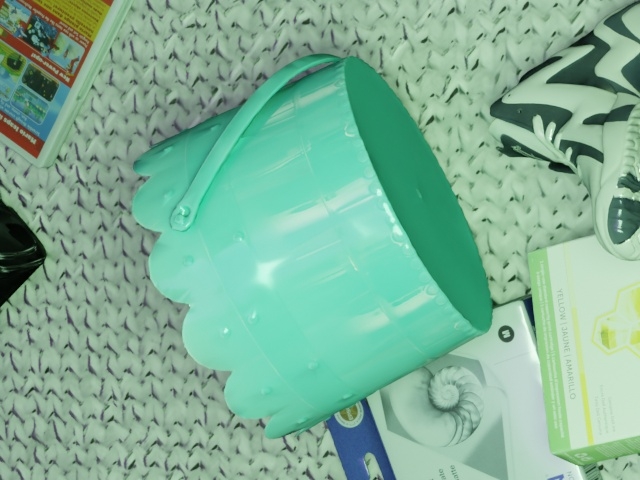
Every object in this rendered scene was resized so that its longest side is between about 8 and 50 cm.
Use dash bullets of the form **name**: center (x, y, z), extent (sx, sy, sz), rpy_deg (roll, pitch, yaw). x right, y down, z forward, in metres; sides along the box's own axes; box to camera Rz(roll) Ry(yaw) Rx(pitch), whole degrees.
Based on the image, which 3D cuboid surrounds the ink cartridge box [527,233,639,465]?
- **ink cartridge box**: center (0.281, 0.064, 1.273), extent (0.235, 0.056, 0.171), rpy_deg (-17, 63, 28)

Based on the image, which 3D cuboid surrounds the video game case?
- **video game case**: center (-0.266, -0.239, 1.544), extent (0.204, 0.025, 0.285), rpy_deg (35, 109, 17)

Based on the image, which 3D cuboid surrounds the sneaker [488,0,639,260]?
- **sneaker**: center (0.194, -0.066, 1.270), extent (0.153, 0.094, 0.235), rpy_deg (-24, 46, 38)

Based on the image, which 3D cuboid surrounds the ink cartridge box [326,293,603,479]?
- **ink cartridge box**: center (0.111, 0.183, 1.403), extent (0.224, 0.045, 0.223), rpy_deg (-23, 85, 25)

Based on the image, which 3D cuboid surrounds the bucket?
- **bucket**: center (0.000, 0.000, 1.316), extent (0.183, 0.281, 0.281), rpy_deg (-27, 85, 15)

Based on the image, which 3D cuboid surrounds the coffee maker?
- **coffee maker**: center (-0.341, 0.053, 1.577), extent (0.171, 0.120, 0.178), rpy_deg (40, 114, -9)
